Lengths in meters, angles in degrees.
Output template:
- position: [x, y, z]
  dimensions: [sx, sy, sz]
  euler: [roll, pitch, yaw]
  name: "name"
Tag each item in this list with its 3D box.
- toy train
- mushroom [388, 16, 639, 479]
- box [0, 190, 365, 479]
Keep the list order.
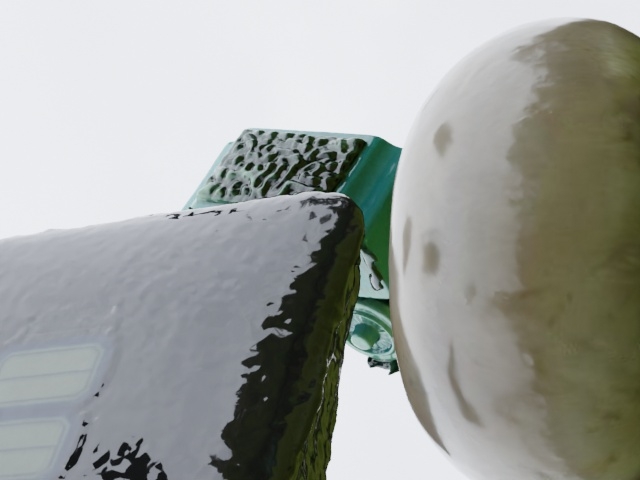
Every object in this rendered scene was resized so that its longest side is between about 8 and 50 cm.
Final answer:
- position: [0.000, 0.000, 1.397]
  dimensions: [0.112, 0.203, 0.163]
  euler: [-59, -44, -32]
  name: "toy train"
- position: [0.126, 0.011, 0.801]
  dimensions: [0.204, 0.204, 0.204]
  euler: [-4, -90, -65]
  name: "mushroom"
- position: [-0.152, 0.115, 1.192]
  dimensions: [0.350, 0.359, 0.091]
  euler: [-76, -30, -46]
  name: "box"
